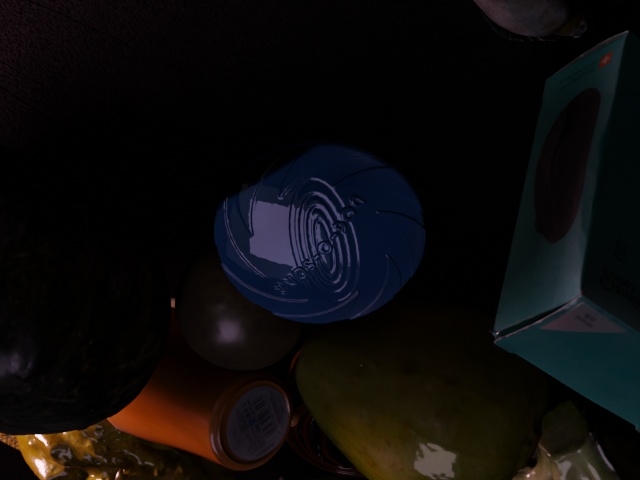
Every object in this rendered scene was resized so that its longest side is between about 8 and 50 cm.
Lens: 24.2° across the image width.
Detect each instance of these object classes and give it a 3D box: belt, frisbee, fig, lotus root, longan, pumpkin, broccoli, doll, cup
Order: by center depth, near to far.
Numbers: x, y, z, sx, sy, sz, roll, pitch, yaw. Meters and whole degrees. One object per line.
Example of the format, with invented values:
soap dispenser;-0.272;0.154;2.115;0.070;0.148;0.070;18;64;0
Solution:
lotus root;0.176;-0.221;1.302;0.088;0.088;0.165;-6;152;34
frisbee;0.000;0.000;1.674;0.242;0.045;0.242;-1;121;-1
pumpkin;-0.400;0.058;1.792;0.454;0.344;0.454;8;163;3
longan;-0.098;0.072;1.823;0.167;0.167;0.187;15;138;6
fig;0.118;0.184;1.825;0.326;0.258;0.258;24;154;28
broccoli;0.348;0.325;1.928;0.288;0.248;0.245;-15;131;34
cup;-0.147;0.204;1.972;0.226;0.182;0.264;11;-175;-41
belt;0.038;0.245;2.089;0.184;0.105;0.261;11;148;8
doll;-0.015;0.442;2.399;0.135;0.144;0.234;14;149;-4

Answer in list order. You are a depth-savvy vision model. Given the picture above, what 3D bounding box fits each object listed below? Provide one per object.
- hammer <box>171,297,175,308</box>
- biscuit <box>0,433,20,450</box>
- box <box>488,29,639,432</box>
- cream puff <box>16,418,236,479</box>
hammer;-0.129;0.084;2.008;0.198;0.013;0.062;0;144;27
biscuit;-0.488;0.316;2.552;0.172;0.029;0.254;32;146;-21
box;0.290;-0.008;1.349;0.205;0.311;0.118;31;146;-19
cream puff;-0.296;0.320;2.222;0.378;0.276;0.378;16;150;9
